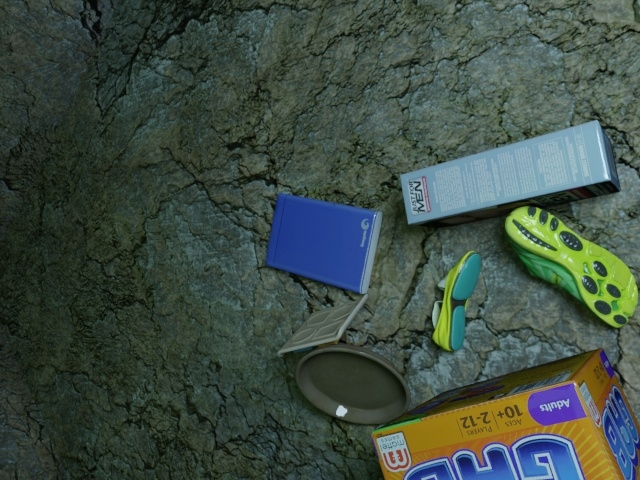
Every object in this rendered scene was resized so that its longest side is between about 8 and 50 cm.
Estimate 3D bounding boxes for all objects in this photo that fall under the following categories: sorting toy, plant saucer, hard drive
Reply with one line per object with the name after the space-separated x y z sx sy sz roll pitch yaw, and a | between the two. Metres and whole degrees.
0.011 0.216 1.292 0.208 0.193 0.038 -25 99 33 | sorting toy
0.077 0.337 1.233 0.278 0.041 0.277 10 131 12 | plant saucer
0.000 0.000 1.389 0.319 0.040 0.210 14 95 35 | hard drive

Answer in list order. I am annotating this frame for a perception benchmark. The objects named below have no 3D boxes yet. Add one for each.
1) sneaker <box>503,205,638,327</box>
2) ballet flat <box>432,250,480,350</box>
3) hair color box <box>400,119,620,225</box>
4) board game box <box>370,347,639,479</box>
0.485 0.045 1.019 0.295 0.123 0.109 44 88 10 | sneaker
0.293 0.131 1.165 0.077 0.077 0.230 17 100 51 | ballet flat
0.374 -0.116 1.047 0.375 0.185 0.113 -12 81 34 | hair color box
0.372 0.431 0.918 0.357 0.356 0.356 -27 73 30 | board game box
